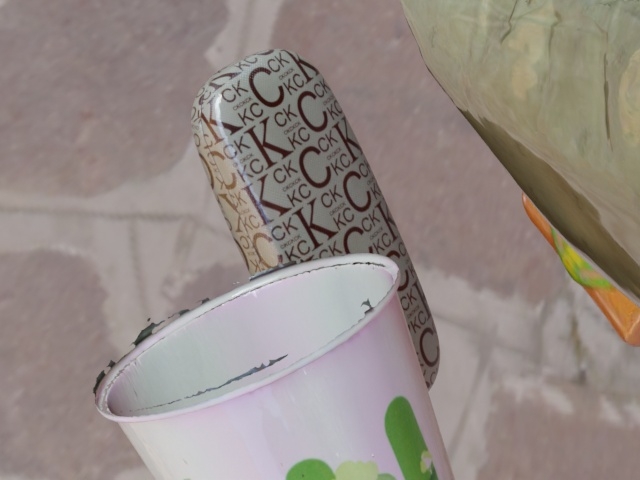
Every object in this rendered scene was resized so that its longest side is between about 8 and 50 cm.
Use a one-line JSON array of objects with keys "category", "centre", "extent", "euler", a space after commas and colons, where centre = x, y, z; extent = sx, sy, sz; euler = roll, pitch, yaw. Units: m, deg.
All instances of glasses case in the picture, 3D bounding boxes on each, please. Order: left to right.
[{"category": "glasses case", "centre": [0.000, 0.000, 1.654], "extent": [0.085, 0.137, 0.354], "euler": [-9, 109, 52]}]

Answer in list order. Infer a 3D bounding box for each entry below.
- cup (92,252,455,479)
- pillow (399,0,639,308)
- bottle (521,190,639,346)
[{"category": "cup", "centre": [-0.010, 0.179, 1.442], "extent": [0.253, 0.253, 0.274], "euler": [-18, 106, 16]}, {"category": "pillow", "centre": [0.124, -0.009, 0.518], "extent": [0.075, 0.302, 0.185], "euler": [-42, 117, -5]}, {"category": "bottle", "centre": [0.153, -0.025, 1.084], "extent": [0.069, 0.069, 0.187], "euler": [-47, 59, 19]}]
